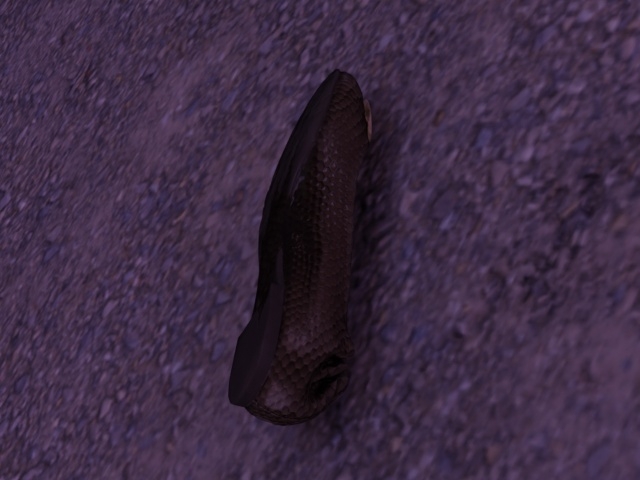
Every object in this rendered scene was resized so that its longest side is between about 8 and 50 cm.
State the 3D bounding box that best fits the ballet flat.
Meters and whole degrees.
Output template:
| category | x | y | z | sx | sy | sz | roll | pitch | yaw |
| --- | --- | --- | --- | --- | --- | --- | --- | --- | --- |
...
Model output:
| category | x | y | z | sx | sy | sz | roll | pitch | yaw |
| --- | --- | --- | --- | --- | --- | --- | --- | --- | --- |
| ballet flat | 0.000 | 0.000 | 0.821 | 0.250 | 0.058 | 0.084 | -80 | 16 | -45 |
